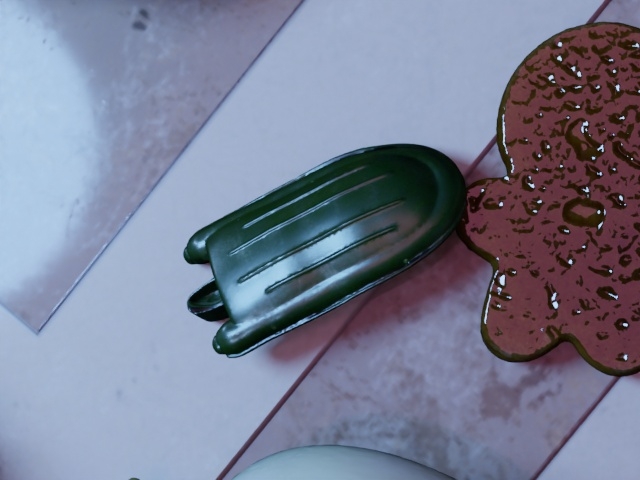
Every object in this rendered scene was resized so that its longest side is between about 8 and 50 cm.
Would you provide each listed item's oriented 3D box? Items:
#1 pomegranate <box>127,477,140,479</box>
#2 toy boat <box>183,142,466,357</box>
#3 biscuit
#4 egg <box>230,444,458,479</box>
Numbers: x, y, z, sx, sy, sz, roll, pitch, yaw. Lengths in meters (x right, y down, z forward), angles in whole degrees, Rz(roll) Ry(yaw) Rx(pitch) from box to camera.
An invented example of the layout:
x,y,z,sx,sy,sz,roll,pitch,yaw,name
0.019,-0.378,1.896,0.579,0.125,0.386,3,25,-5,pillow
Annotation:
x,y,z,sx,sy,sz,roll,pitch,yaw,name
-0.215,0.271,1.024,0.286,0.231,0.231,-33,83,6,pomegranate
0.000,0.000,1.085,0.210,0.052,0.104,-28,58,11,toy boat
0.181,-0.029,1.075,0.180,0.039,0.236,10,89,13,biscuit
0.047,0.284,0.959,0.283,0.283,0.345,-38,83,5,egg
